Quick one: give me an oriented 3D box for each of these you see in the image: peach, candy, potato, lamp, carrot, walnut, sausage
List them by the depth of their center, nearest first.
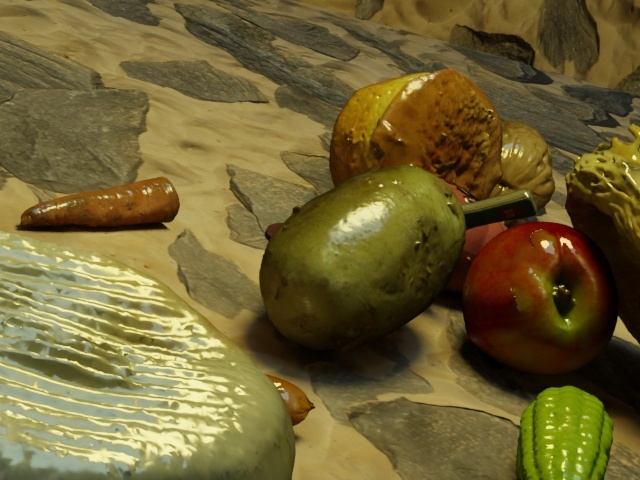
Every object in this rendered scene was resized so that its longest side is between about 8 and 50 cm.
[{"bbox_3d":[-0.091,0.144,1.446,0.183,0.054,0.062,9,52,-33],"label":"sausage"},{"bbox_3d":[0.232,0.213,1.504,0.097,0.096,0.209,20,20,4],"label":"candy"},{"bbox_3d":[0.046,0.020,1.724,0.173,0.210,0.307,61,31,-2],"label":"potato"},{"bbox_3d":[-0.260,-0.039,1.825,0.057,0.057,0.224,32,25,35],"label":"carrot"},{"bbox_3d":[0.252,0.067,1.826,0.197,0.197,0.197,17,18,-6],"label":"peach"},{"bbox_3d":[0.156,-0.001,1.998,0.182,0.140,0.182,34,9,-6],"label":"lamp"},{"bbox_3d":[0.278,-0.101,2.361,0.155,0.155,0.184,19,21,2],"label":"walnut"}]

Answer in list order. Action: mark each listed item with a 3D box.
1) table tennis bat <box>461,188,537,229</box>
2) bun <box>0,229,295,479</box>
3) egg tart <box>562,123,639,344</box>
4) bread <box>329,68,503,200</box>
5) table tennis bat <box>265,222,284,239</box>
[{"bbox_3d":[0.123,-0.018,1.872,0.274,0.154,0.021,-12,39,22],"label":"table tennis bat"},{"bbox_3d":[-0.200,0.147,1.060,0.365,0.219,0.365,17,20,-6],"label":"bun"},{"bbox_3d":[0.426,0.036,1.827,0.169,0.388,0.388,-28,28,-3],"label":"egg tart"},{"bbox_3d":[0.133,-0.115,2.144,0.268,0.268,0.146,0,14,-44],"label":"bread"},{"bbox_3d":[0.000,0.000,2.022,0.158,0.014,0.095,0,24,-40],"label":"table tennis bat"}]
